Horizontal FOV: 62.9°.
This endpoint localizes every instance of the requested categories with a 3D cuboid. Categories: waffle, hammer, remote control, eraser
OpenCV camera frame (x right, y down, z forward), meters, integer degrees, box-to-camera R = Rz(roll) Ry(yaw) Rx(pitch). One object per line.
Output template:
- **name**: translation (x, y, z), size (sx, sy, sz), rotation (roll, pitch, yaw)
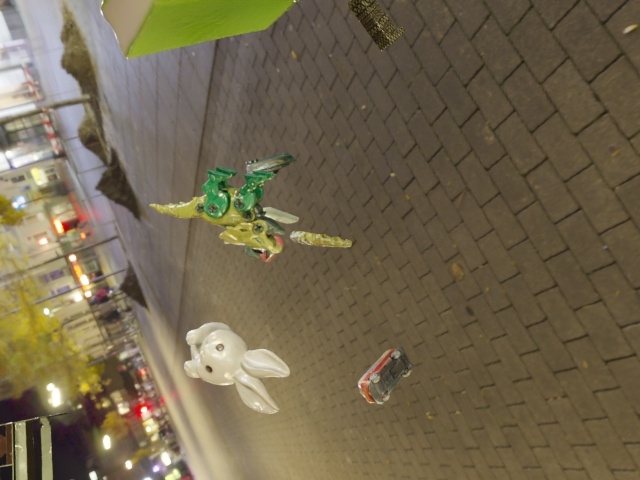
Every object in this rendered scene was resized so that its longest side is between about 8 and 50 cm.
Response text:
- **waffle**: translation (0.000, 0.000, 1.558), size (0.183, 0.169, 0.036), rotation (-175, 94, -68)
- **hammer**: translation (-0.139, 0.024, 1.500), size (0.083, 0.043, 0.043), rotation (-51, 59, 27)
- **remote control**: translation (-0.143, -0.078, 1.682), size (0.061, 0.162, 0.029), rotation (-4, 76, 39)
- **eraser**: translation (-0.147, -0.361, 0.741), size (0.210, 0.274, 0.092), rotation (-17, 100, 54)

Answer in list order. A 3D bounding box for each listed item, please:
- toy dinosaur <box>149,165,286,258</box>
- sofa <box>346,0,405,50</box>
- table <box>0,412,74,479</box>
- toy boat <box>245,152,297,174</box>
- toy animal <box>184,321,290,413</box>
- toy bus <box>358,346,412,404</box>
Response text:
- **toy dinosaur**: translation (-0.182, -0.065, 0.948), size (0.094, 0.259, 0.153), rotation (-60, -15, -75)
- **sofa**: translation (0.113, -0.450, 1.055), size (0.118, 0.060, 0.039), rotation (49, 149, -16)
- **table**: translation (-0.631, 0.460, 1.117), size (0.062, 0.175, 0.146), rotation (119, 142, -70)
- **toy boat**: translation (-0.128, -0.200, 1.402), size (0.055, 0.141, 0.060), rotation (178, 74, -73)
- **toy animal**: translation (-0.159, 0.220, 0.931), size (0.220, 0.130, 0.104), rotation (13, 80, 53)
- **toy bus**: translation (0.172, 0.370, 1.430), size (0.077, 0.174, 0.079), rotation (-16, 107, 52)
